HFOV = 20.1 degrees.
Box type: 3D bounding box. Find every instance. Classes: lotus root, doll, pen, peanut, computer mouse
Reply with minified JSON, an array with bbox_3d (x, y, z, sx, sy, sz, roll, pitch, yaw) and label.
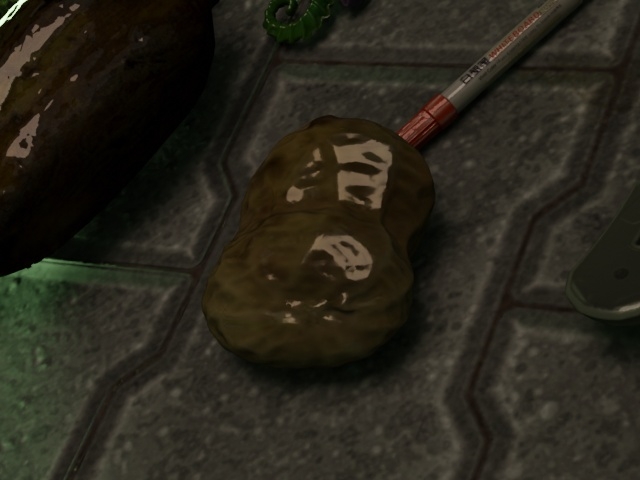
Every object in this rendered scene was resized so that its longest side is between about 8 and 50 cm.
[{"bbox_3d":[-0.236,-0.130,1.686,0.397,0.196,0.179,-48,14,-16],"label":"lotus root"},{"bbox_3d":[0.003,-0.271,1.784,0.115,0.050,0.190,6,59,27],"label":"doll"},{"bbox_3d":[0.154,-0.157,1.623,0.239,0.028,0.028,-42,46,-9],"label":"pen"},{"bbox_3d":[0.000,0.000,1.519,0.196,0.110,0.233,-3,52,32],"label":"peanut"},{"bbox_3d":[0.260,0.008,1.411,0.089,0.056,0.182,13,53,34],"label":"computer mouse"}]

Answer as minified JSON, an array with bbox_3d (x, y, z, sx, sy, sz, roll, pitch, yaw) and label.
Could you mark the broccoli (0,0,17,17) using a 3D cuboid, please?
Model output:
[{"bbox_3d":[-0.256,-0.377,1.856,0.375,0.302,0.249,-67,20,6],"label":"broccoli"}]
